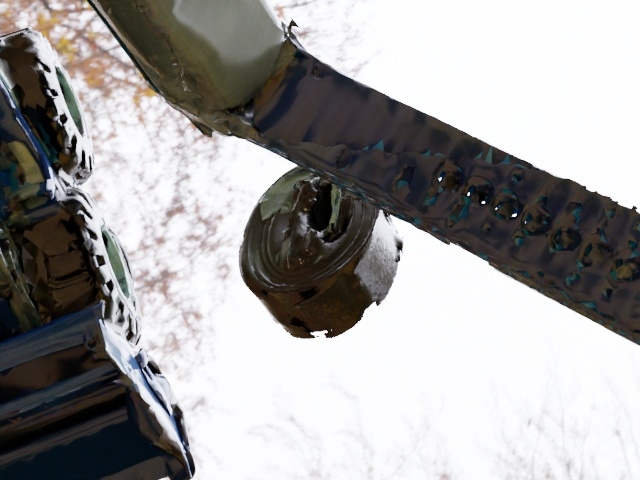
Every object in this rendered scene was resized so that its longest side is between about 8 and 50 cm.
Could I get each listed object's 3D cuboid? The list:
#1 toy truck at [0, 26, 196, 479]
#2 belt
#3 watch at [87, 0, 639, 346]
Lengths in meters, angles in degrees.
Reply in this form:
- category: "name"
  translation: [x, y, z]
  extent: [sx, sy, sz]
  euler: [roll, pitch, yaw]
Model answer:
- category: "toy truck"
  translation: [-0.135, 0.016, 0.397]
  extent: [0.113, 0.126, 0.208]
  euler: [-21, -98, -3]
- category: "belt"
  translation: [0.000, 0.000, 0.692]
  extent: [0.105, 0.140, 0.058]
  euler: [-11, -47, 18]
- category: "watch"
  translation: [0.048, -0.052, 0.370]
  extent: [0.274, 0.068, 0.276]
  euler: [16, -25, 38]
